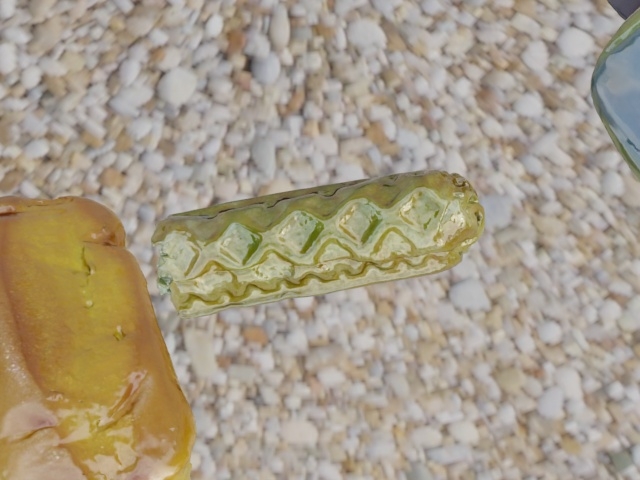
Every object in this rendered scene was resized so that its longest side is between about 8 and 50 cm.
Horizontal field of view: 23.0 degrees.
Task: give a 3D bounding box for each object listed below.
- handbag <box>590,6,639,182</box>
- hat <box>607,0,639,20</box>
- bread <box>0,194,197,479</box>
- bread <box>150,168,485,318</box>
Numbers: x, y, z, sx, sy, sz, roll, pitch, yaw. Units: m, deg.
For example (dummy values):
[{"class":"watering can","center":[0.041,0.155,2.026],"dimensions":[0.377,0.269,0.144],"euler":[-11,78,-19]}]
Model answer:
[{"class":"handbag","center":[0.296,-0.044,0.842],"dimensions":[0.222,0.241,0.263],"euler":[-48,64,10]},{"class":"hat","center":[0.502,-0.392,1.898],"dimensions":[0.238,0.209,0.336],"euler":[29,81,-16]},{"class":"bread","center":[-0.129,0.065,0.803],"dimensions":[0.102,0.245,0.094],"euler":[-10,128,-12]},{"class":"bread","center":[0.000,-0.001,1.270],"dimensions":[0.269,0.087,0.098],"euler":[-11,143,10]}]
